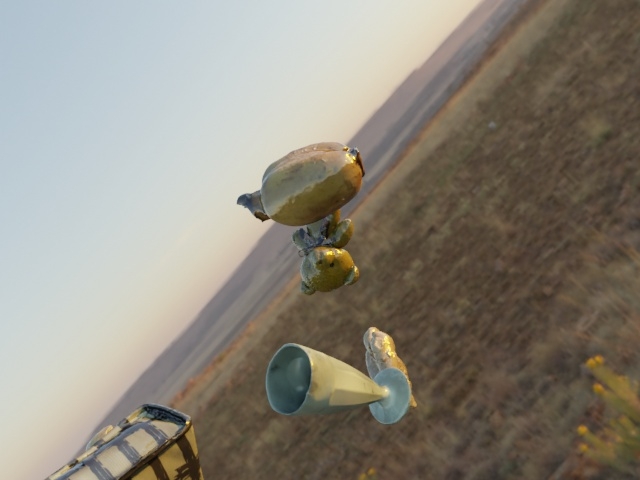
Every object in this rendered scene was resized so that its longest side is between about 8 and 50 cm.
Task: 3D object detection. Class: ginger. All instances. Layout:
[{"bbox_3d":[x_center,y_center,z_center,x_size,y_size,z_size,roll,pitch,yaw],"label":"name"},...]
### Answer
[{"bbox_3d":[0.123,0.230,1.734,0.065,0.149,0.258,-20,9,-4],"label":"ginger"}]

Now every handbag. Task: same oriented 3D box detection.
[{"bbox_3d":[-0.347,0.505,1.567,0.162,0.325,0.327,10,27,37],"label":"handbag"}]

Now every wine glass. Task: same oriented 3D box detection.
[{"bbox_3d":[0.021,0.156,0.942,0.155,0.073,0.073,19,-56,-42],"label":"wine glass"}]

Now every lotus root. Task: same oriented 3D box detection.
[{"bbox_3d":[-0.031,-0.084,1.431,0.221,0.118,0.125,-25,10,10],"label":"lotus root"}]

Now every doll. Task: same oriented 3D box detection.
[{"bbox_3d":[0.000,0.000,1.778,0.137,0.209,0.097,-12,-4,20],"label":"doll"}]

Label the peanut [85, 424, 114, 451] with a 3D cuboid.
[{"bbox_3d":[-0.454,0.515,1.896,0.117,0.101,0.263,-108,27,-73],"label":"peanut"}]
